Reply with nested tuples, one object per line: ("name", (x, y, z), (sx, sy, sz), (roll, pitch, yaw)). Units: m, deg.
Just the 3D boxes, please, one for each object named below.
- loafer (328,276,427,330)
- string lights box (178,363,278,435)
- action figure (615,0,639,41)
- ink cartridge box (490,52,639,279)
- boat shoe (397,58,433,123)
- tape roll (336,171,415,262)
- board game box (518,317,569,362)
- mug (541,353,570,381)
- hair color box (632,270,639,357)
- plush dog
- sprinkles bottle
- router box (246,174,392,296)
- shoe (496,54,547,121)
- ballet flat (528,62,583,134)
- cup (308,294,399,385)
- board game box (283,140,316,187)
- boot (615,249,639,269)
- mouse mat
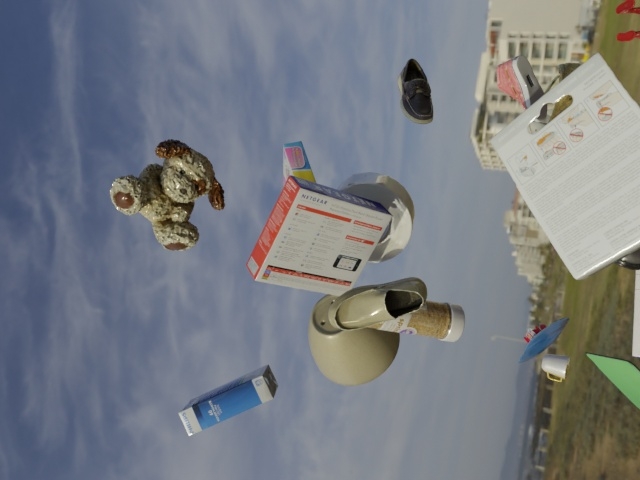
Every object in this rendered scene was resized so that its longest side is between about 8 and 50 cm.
("loafer", (0.149, 0.162, 1.579), (0.092, 0.268, 0.102), (-109, -1, -81))
("string lights box", (-0.257, 0.449, 1.748), (0.133, 0.259, 0.077), (-33, -82, -86))
("action figure", (0.735, -0.433, 1.187), (0.139, 0.280, 0.092), (-158, 62, -72))
("ink cartridge box", (0.593, -0.154, 1.335), (0.091, 0.308, 0.385), (-6, -117, -46))
("boat shoe", (0.322, -0.508, 2.082), (0.092, 0.102, 0.285), (94, 173, -49))
("tape roll", (0.158, -0.073, 1.980), (0.100, 0.286, 0.286), (-62, -27, -60))
("board game box", (0.550, 0.240, 1.546), (0.133, 0.033, 0.169), (-23, -35, -20))
("mug", (0.628, 0.341, 1.651), (0.062, 0.064, 0.078), (5, -85, -61))
("hair color box", (0.962, 0.156, 1.664), (0.110, 0.185, 0.339), (4, -92, -40))
("plush dog", (-0.369, -0.137, 1.569), (0.262, 0.225, 0.211), (47, -164, -33))
("sprinkles bottle", (0.263, 0.229, 1.900), (0.121, 0.355, 0.121), (-169, 90, -75))
("router box", (0.000, 0.000, 1.769), (0.335, 0.082, 0.301), (15, -67, -35))
("shoe", (0.518, -0.385, 1.591), (0.063, 0.081, 0.178), (-33, -76, -25))
("ballet flat", (0.664, -0.349, 1.767), (0.349, 0.123, 0.123), (-67, -21, 0))
("cup", (0.086, 0.310, 2.162), (0.237, 0.330, 0.331), (55, -133, -48))
("board game box", (-0.053, -0.130, 2.035), (0.242, 0.064, 0.317), (96, 158, -60))
("boot", (0.811, -0.076, 1.472), (0.338, 0.118, 0.223), (-24, -43, -35))
("mouse mat", (0.654, 0.303, 1.279), (0.007, 0.190, 0.152), (-45, 6, -10))
